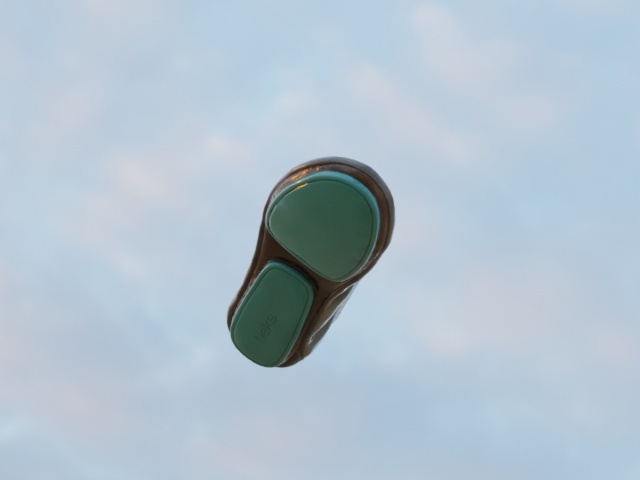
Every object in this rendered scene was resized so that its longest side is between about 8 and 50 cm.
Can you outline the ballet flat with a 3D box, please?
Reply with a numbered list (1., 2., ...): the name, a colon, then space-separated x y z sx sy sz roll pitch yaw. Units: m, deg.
1. ballet flat: 0.000 0.000 1.097 0.072 0.068 0.213 38 -36 4
